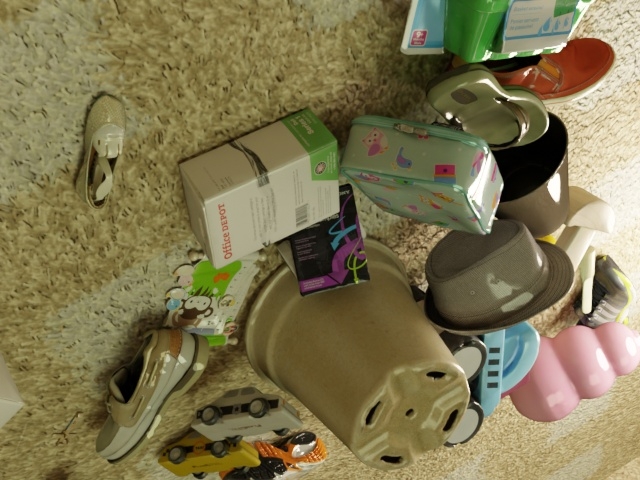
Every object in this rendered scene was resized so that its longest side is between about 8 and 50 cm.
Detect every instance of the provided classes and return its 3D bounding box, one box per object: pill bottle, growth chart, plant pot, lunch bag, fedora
[{"bbox_3d":[0.000,0.000,1.680,0.137,0.078,0.078,-34,146,-5],"label":"pill bottle"},{"bbox_3d":[-0.183,0.100,1.687,0.172,0.021,0.237,-7,135,-35],"label":"growth chart"},{"bbox_3d":[0.084,0.209,1.734,0.333,0.305,0.334,-16,126,-23],"label":"plant pot"},{"bbox_3d":[0.154,-0.102,1.556,0.108,0.224,0.279,-71,158,-9],"label":"lunch bag"},{"bbox_3d":[0.296,0.044,1.800,0.275,0.244,0.124,-20,123,16],"label":"fedora"}]

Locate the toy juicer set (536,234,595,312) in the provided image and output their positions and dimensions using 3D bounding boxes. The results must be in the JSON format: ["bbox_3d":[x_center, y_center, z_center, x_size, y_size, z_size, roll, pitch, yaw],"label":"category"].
[{"bbox_3d":[0.469,0.067,2.183,0.328,0.089,0.209,-3,122,-28],"label":"toy juicer set"}]

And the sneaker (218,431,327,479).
[{"bbox_3d":[-0.109,0.489,2.149,0.262,0.099,0.121,-1,137,-40],"label":"sneaker"}]

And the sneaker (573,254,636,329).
[{"bbox_3d":[0.674,0.147,2.437,0.121,0.111,0.300,-27,143,-7],"label":"sneaker"}]

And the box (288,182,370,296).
[{"bbox_3d":[0.009,-0.001,1.626,0.116,0.029,0.162,-14,99,-10],"label":"box"}]

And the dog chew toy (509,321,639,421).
[{"bbox_3d":[0.604,0.298,2.415,0.331,0.207,0.206,-25,148,14],"label":"dog chew toy"}]

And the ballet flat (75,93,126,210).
[{"bbox_3d":[-0.278,-0.110,1.323,0.057,0.052,0.168,-10,137,-34],"label":"ballet flat"}]

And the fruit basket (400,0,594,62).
[{"bbox_3d":[0.280,-0.416,1.368,0.327,0.165,0.353,-12,135,-33],"label":"fruit basket"}]

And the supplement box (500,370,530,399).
[{"bbox_3d":[0.352,0.243,2.184,0.104,0.188,0.081,-29,145,-12],"label":"supplement box"}]

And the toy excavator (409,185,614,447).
[{"bbox_3d":[0.360,0.132,2.007,0.445,0.222,0.433,-16,123,-24],"label":"toy excavator"}]

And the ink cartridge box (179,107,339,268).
[{"bbox_3d":[-0.087,-0.075,1.499,0.219,0.093,0.160,-25,144,-18],"label":"ink cartridge box"}]

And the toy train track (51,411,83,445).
[{"bbox_3d":[-0.428,0.326,1.739,0.048,0.014,0.083,10,124,-48],"label":"toy train track"}]

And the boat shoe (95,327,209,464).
[{"bbox_3d":[-0.307,0.252,1.694,0.103,0.113,0.302,24,117,-30],"label":"boat shoe"}]

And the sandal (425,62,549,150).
[{"bbox_3d":[0.250,-0.178,1.510,0.120,0.086,0.302,-33,157,27],"label":"sandal"}]

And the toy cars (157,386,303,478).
[{"bbox_3d":[-0.169,0.344,1.870,0.176,0.087,0.394,15,145,-19],"label":"toy cars"}]

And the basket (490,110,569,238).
[{"bbox_3d":[0.370,-0.104,1.833,0.204,0.154,0.227,-39,150,4],"label":"basket"}]

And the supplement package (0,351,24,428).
[{"bbox_3d":[-0.575,0.237,1.356,0.293,0.177,0.175,-45,146,12],"label":"supplement package"}]

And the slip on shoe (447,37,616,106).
[{"bbox_3d":[0.344,-0.281,1.630,0.331,0.123,0.101,-14,136,-23],"label":"slip on shoe"}]
